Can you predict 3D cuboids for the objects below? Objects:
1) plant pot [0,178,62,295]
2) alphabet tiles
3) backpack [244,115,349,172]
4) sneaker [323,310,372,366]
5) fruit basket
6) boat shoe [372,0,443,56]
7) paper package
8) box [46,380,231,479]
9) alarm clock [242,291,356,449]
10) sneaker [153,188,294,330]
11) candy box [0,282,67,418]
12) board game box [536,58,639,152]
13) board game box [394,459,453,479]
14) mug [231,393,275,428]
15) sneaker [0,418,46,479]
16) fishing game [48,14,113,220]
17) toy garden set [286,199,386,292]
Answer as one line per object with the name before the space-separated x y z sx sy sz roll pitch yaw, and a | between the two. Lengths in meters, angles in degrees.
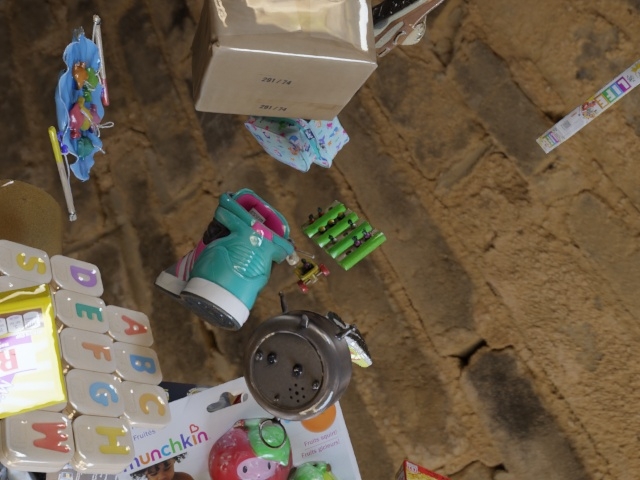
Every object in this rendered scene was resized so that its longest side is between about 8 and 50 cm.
plant pot | -0.492 0.043 1.008 0.237 0.237 0.254 -22 -136 36
alphabet tiles | -0.288 0.119 0.731 0.021 0.278 0.284 -43 -131 21
backpack | -0.053 -0.291 1.724 0.225 0.253 0.191 28 -97 34
sneaker | 0.041 0.237 1.514 0.094 0.208 0.081 -36 -140 12
fruit basket | -0.090 0.372 0.932 0.165 0.326 0.353 -170 -115 -72
boat shoe | 0.211 -0.560 1.685 0.324 0.119 0.123 -12 -129 57
paper package | -0.086 -0.378 1.345 0.309 0.324 0.168 146 -58 -68
box | -0.350 0.418 1.137 0.097 0.318 0.395 -118 -139 -62
alarm clock | -0.037 0.171 0.816 0.129 0.064 0.192 22 -77 19
sneaker | -0.132 0.018 0.926 0.178 0.123 0.295 -57 -160 -16
candy box | -0.304 0.102 0.500 0.027 0.205 0.105 42 -44 51
board game box | 0.383 -0.188 0.934 0.154 0.103 0.026 -38 -95 2
board game box | 0.202 0.471 1.123 0.193 0.146 0.045 -80 -166 -72
mug | -0.174 0.427 1.493 0.113 0.150 0.169 39 -75 0
sneaker | -0.442 0.248 0.831 0.087 0.130 0.228 -115 -166 -51
fishing game | -0.288 -0.168 0.834 0.264 0.041 0.189 -95 -171 -48
toy garden set | 0.000 0.000 1.461 0.203 0.049 0.244 -37 -150 -7
